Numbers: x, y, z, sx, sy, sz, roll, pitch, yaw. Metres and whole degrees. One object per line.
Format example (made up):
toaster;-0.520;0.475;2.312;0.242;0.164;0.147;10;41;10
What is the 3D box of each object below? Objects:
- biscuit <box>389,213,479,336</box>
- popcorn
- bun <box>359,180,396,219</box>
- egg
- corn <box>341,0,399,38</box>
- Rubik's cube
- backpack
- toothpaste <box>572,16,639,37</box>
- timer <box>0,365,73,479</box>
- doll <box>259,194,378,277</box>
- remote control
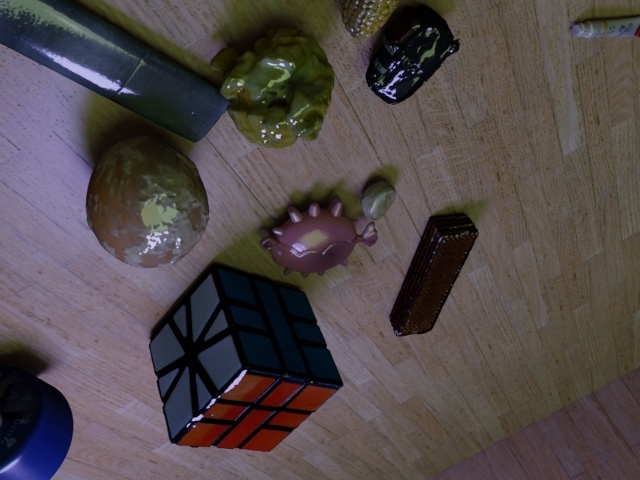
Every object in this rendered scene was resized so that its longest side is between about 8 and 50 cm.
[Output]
biscuit;0.271;0.096;1.699;0.107;0.073;0.389;-5;136;-20
popcorn;-0.071;-0.241;1.084;0.185;0.167;0.188;-8;101;11
bun;0.115;-0.088;1.426;0.086;0.054;0.086;-37;150;-26
egg;-0.288;-0.061;1.135;0.203;0.203;0.245;-14;140;-13
corn;0.106;-0.433;1.009;0.101;0.101;0.292;2;132;-29
Rubik's cube;-0.172;0.264;1.488;0.283;0.289;0.293;22;120;-43
backpack;0.144;-0.313;1.154;0.105;0.120;0.165;38;112;-24
toothpaste;0.569;-0.412;1.329;0.190;0.031;0.048;-10;135;-22
timer;-0.665;0.313;1.284;0.270;0.270;0.384;-20;142;-6
doll;0.000;0.000;1.435;0.261;0.093;0.211;-10;135;-17
remote control;-0.308;-0.262;1.024;0.107;0.044;0.377;-42;137;23
